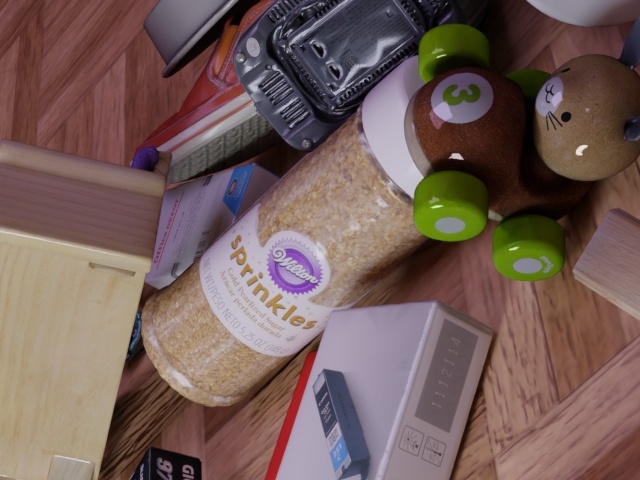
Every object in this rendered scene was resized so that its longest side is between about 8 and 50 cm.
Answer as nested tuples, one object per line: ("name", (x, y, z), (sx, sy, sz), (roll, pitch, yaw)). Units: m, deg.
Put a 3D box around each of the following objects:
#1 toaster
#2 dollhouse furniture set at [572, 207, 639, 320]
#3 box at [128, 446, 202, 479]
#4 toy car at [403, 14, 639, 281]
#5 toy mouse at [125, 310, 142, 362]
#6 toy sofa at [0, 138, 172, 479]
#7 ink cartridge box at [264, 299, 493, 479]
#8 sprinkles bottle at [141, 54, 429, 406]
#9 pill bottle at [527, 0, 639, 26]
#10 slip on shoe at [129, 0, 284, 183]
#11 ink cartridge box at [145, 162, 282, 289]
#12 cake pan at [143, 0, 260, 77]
("toaster", (0.045, -0.179, 1.587), (0.227, 0.129, 0.146), (-37, 5, 24))
("dollhouse furniture set", (0.316, -0.075, 1.011), (0.355, 0.174, 0.303), (-60, 27, 5))
("box", (-0.149, 0.305, 1.570), (0.220, 0.051, 0.175), (-95, 28, -48))
("toy car", (0.165, -0.087, 1.321), (0.188, 0.149, 0.155), (-30, 45, 42))
("toy mouse", (-0.224, 0.085, 1.909), (0.161, 0.031, 0.143), (-2, 81, 18))
("toy sofa", (-0.241, 0.079, 1.726), (0.177, 0.150, 0.362), (-86, 10, -52))
("ink cartridge box", (-0.008, 0.198, 1.448), (0.261, 0.066, 0.296), (-11, 56, 57))
("sprinkles bottle", (0.000, 0.000, 1.556), (0.355, 0.121, 0.121), (-41, 33, 36))
("pill bottle", (0.160, -0.308, 1.469), (0.204, 0.204, 0.361), (-54, 27, 16))
("slip on shoe", (-0.056, -0.156, 1.779), (0.331, 0.123, 0.101), (-39, 71, 30))
("ink cartridge box", (-0.100, -0.002, 1.798), (0.180, 0.060, 0.104), (-12, 56, 57))
("cake pan", (-0.058, -0.270, 1.836), (0.293, 0.054, 0.293), (-42, 4, 3))
